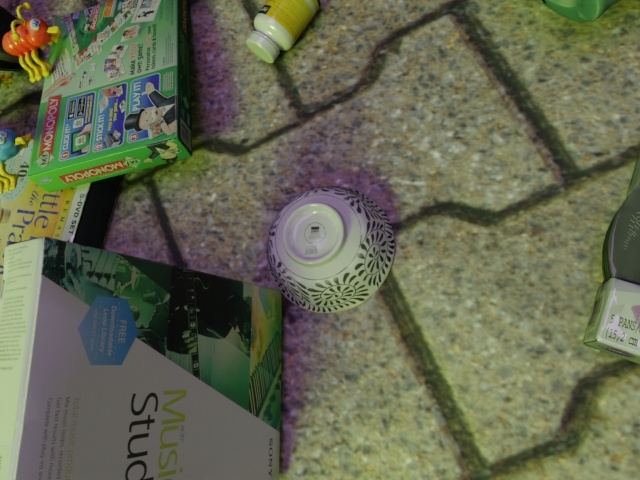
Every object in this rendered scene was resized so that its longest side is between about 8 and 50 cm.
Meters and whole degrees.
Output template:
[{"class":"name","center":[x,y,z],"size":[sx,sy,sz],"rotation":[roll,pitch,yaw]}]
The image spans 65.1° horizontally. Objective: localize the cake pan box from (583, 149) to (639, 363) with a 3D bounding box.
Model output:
[{"class":"cake pan box","center":[0.425,0.030,0.494],"size":[0.267,0.070,0.245],"rotation":[20,80,19]}]

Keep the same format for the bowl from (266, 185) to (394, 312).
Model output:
[{"class":"bowl","center":[0.000,0.000,0.610],"size":[0.170,0.080,0.170],"rotation":[-4,75,15]}]

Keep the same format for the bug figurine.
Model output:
[{"class":"bug figurine","center":[-0.462,-0.192,0.704],"size":[0.216,0.072,0.278],"rotation":[-15,63,27]}]

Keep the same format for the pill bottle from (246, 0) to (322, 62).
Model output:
[{"class":"pill bottle","center":[-0.053,-0.314,0.712],"size":[0.065,0.065,0.116],"rotation":[32,86,20]}]

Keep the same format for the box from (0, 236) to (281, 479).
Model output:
[{"class":"box","center":[-0.146,0.143,0.484],"size":[0.059,0.322,0.232],"rotation":[-8,75,27]}]

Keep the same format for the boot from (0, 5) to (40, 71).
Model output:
[{"class":"boot","center":[-0.669,-0.267,0.759],"size":[0.284,0.377,0.138],"rotation":[-39,76,29]}]

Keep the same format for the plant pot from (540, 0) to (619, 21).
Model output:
[{"class":"plant pot","center":[0.333,-0.395,0.534],"size":[0.255,0.272,0.271],"rotation":[-44,69,16]}]

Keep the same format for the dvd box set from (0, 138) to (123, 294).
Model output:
[{"class":"dvd box set","center":[-0.525,-0.012,0.764],"size":[0.421,0.062,0.307],"rotation":[8,78,17]}]

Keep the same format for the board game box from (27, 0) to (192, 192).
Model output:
[{"class":"board game box","center":[-0.296,-0.233,0.729],"size":[0.214,0.046,0.317],"rotation":[-13,62,8]}]
